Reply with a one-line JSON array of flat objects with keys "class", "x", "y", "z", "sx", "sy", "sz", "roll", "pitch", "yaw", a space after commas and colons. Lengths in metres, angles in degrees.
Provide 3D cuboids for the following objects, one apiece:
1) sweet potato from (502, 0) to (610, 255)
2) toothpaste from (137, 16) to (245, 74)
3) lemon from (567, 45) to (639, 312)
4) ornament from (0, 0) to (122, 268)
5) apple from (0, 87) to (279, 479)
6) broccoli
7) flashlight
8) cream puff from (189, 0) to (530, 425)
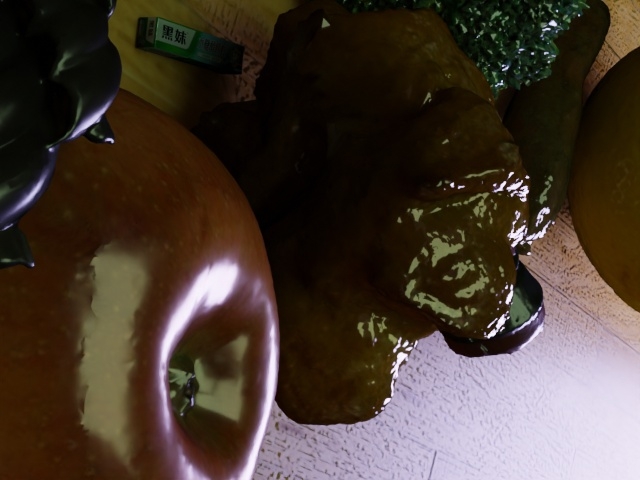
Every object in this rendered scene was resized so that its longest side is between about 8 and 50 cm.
[{"class": "sweet potato", "x": 0.195, "y": -0.114, "z": 1.188, "sx": 0.075, "sy": 0.075, "sz": 0.273, "roll": 49, "pitch": 53, "yaw": -43}, {"class": "toothpaste", "x": -0.080, "y": -0.120, "z": 0.863, "sx": 0.083, "sy": 0.017, "sz": 0.020, "roll": 10, "pitch": 86, "yaw": -53}, {"class": "lemon", "x": 0.354, "y": -0.057, "z": 1.242, "sx": 0.293, "sy": 0.293, "sz": 0.293, "roll": -8, "pitch": 100, "yaw": -52}, {"class": "ornament", "x": -0.186, "y": -0.065, "z": 0.518, "sx": 0.251, "sy": 0.106, "sz": 0.260, "roll": -17, "pitch": 65, "yaw": -34}, {"class": "apple", "x": -0.131, "y": 0.056, "z": 0.662, "sx": 0.251, "sy": 0.206, "sz": 0.271, "roll": 19, "pitch": 78, "yaw": -55}, {"class": "broccoli", "x": 0.098, "y": -0.193, "z": 0.989, "sx": 0.194, "sy": 0.220, "sz": 0.194, "roll": -14, "pitch": 90, "yaw": -82}, {"class": "flashlight", "x": 0.108, "y": -0.020, "z": 1.066, "sx": 0.093, "sy": 0.093, "sz": 0.232, "roll": -47, "pitch": 128, "yaw": -40}, {"class": "cream puff", "x": 0.019, "y": -0.027, "z": 0.846, "sx": 0.155, "sy": 0.241, "sz": 0.269, "roll": 21, "pitch": 50, "yaw": -51}]
